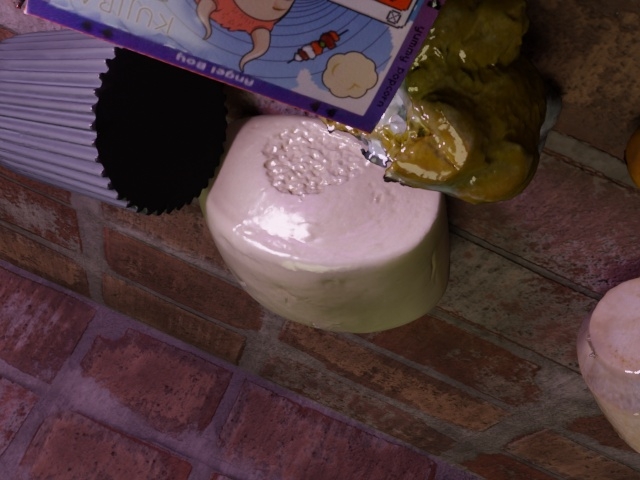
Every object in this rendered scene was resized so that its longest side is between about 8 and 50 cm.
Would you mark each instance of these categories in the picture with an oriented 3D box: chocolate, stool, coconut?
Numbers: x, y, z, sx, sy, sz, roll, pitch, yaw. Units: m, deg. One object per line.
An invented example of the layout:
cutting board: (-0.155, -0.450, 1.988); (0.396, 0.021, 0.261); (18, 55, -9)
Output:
chocolate: (0.302, -0.164, 1.079); (0.072, 0.072, 0.167); (19, 150, 9)
stool: (-0.371, -0.209, 1.211); (0.330, 0.297, 0.297); (12, 149, 30)
coconut: (0.609, 0.220, 1.266); (0.323, 0.323, 0.323); (18, 150, 11)

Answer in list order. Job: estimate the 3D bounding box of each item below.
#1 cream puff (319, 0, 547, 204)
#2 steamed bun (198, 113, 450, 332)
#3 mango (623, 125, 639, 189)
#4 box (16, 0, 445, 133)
cream puff: (0.169, -0.208, 0.947); (0.274, 0.270, 0.323); (7, -152, -39)
steamed bun: (0.000, 0.000, 1.345); (0.455, 0.290, 0.371); (14, 150, 18)
mango: (0.529, -0.121, 0.948); (0.262, 0.109, 0.157); (-5, 130, 34)
box: (-0.054, -0.328, 0.689); (0.348, 0.257, 0.319); (17, 123, -19)
